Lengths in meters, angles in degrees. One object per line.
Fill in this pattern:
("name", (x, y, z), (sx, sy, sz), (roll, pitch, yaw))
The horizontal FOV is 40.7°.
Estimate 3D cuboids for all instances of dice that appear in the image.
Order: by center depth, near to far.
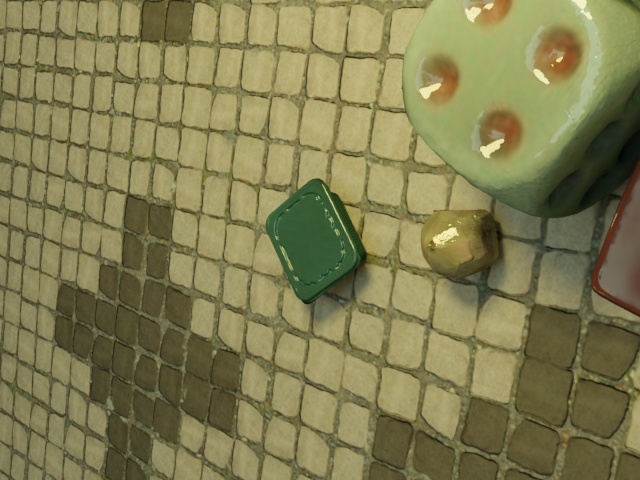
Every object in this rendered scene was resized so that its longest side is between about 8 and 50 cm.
("dice", (0.286, -0.204, 1.081), (0.262, 0.264, 0.268), (48, 121, 29))

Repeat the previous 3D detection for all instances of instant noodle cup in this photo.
("instant noodle cup", (0.000, 0.000, 1.480), (0.157, 0.070, 0.179), (-39, 67, 35))

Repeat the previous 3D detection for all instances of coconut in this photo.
("coconut", (0.198, 0.000, 1.263), (0.110, 0.124, 0.110), (5, 98, 43))

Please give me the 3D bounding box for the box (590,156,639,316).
("box", (0.455, -0.023, 1.006), (0.193, 0.167, 0.294), (29, 111, 35))
